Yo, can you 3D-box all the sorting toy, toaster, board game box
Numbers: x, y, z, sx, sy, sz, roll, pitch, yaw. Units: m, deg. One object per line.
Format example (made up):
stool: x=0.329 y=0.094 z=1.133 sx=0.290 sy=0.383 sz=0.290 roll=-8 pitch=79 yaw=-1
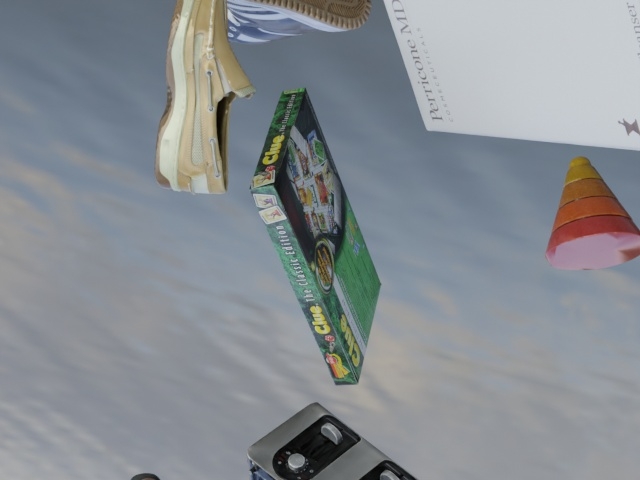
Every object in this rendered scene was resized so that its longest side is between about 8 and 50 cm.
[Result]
sorting toy: x=0.429 y=-0.069 z=2.092 sx=0.366 sy=0.126 sz=0.127 roll=-14 pitch=157 yaw=15
toaster: x=0.023 y=0.266 z=1.691 sx=0.168 sy=0.110 sz=0.185 roll=35 pitch=148 yaw=29
board game box: x=0.000 y=0.000 z=1.683 sx=0.030 sy=0.136 sz=0.259 roll=-6 pitch=132 yaw=18

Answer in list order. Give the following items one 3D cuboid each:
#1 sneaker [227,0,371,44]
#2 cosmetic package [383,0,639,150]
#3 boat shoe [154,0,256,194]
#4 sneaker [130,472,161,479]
sneaker: x=-0.094 y=-0.285 z=1.949 sx=0.282 sy=0.099 sz=0.153 roll=20 pitch=165 yaw=-41
cosmetic package: x=0.225 y=-0.199 z=1.454 sx=0.385 sy=0.156 sz=0.217 roll=6 pitch=123 yaw=53
boat shoe: x=-0.087 y=-0.131 z=1.492 sx=0.072 sy=0.190 sz=0.068 roll=9 pitch=-168 yaw=15
sneaker: x=-0.113 y=0.212 z=1.180 sx=0.061 sy=0.065 sz=0.158 roll=0 pitch=133 yaw=-20
